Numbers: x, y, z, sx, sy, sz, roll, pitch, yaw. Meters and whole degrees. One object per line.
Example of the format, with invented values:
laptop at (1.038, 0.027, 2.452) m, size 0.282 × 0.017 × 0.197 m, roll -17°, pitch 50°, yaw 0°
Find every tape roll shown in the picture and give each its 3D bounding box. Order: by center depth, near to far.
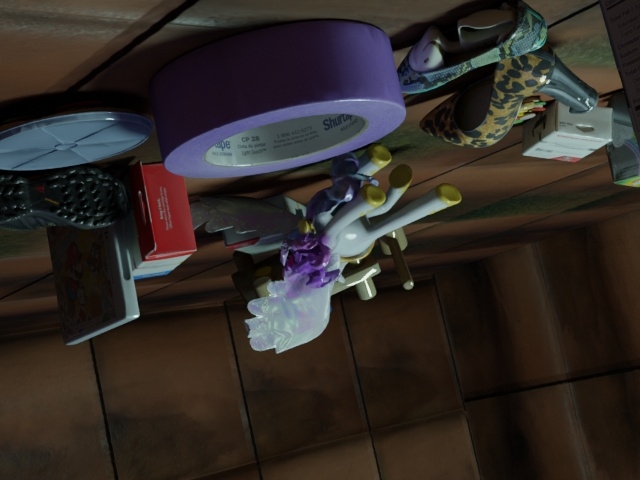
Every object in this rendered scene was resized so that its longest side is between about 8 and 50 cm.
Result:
tape roll at (-0.047, -0.149, 1.193) m, size 0.274 × 0.090 × 0.275 m, roll -13°, pitch 172°, yaw -2°

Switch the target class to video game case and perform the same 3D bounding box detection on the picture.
video game case at (-0.339, 0.033, 1.575) m, size 0.026 × 0.206 × 0.227 m, roll -4°, pitch 169°, yaw -36°

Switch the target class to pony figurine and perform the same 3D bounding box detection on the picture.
pony figurine at (0.000, 0.000, 1.762) m, size 0.351 × 0.303 × 0.363 m, roll -3°, pitch 149°, yaw -45°

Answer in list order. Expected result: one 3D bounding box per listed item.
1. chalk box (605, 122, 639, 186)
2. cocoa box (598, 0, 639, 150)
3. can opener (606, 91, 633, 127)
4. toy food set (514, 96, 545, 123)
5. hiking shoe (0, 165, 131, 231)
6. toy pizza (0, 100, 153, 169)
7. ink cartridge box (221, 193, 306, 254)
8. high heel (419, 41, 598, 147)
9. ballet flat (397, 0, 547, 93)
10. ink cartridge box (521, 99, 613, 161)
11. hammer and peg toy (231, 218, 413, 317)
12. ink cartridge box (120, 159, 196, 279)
chalk box at (0.594, -0.181, 1.793) m, size 0.213 × 0.132 × 0.132 m, roll -16°, pitch 171°, yaw 33°
cocoa box at (0.462, -0.215, 1.016) m, size 0.347 × 0.228 × 0.231 m, roll -6°, pitch 168°, yaw -40°
can opener at (0.592, -0.197, 1.662) m, size 0.283 × 0.095 × 0.076 m, roll 19°, pitch -175°, yaw 24°
toy food set at (0.301, -0.197, 1.632) m, size 0.082 × 0.020 × 0.083 m, roll -6°, pitch 169°, yaw -41°
hiking shoe at (-0.369, -0.055, 1.438) m, size 0.227 × 0.086 × 0.114 m, roll 1°, pitch 177°, yaw -34°
toy pizza at (-0.290, -0.121, 1.217) m, size 0.201 × 0.032 × 0.201 m, roll -12°, pitch 173°, yaw -2°
ink cartridge box at (-0.099, -0.026, 2.003) m, size 0.127 × 0.072 × 0.175 m, roll -15°, pitch 172°, yaw 11°
high heel at (0.196, -0.195, 1.370) m, size 0.261 × 0.093 × 0.186 m, roll -8°, pitch 158°, yaw 40°
ballet flat at (0.151, -0.217, 1.176) m, size 0.188 × 0.070 × 0.070 m, roll -19°, pitch 170°, yaw 27°
ink cartridge box at (0.394, -0.174, 1.721) m, size 0.099 × 0.056 × 0.135 m, roll 7°, pitch 167°, yaw -11°
hammer and peg toy at (0.015, 0.043, 2.116) m, size 0.361 × 0.127 × 0.266 m, roll -24°, pitch -158°, yaw -8°
ink cartridge box at (-0.241, -0.029, 1.550) m, size 0.078 × 0.134 × 0.231 m, roll -8°, pitch 171°, yaw -23°
